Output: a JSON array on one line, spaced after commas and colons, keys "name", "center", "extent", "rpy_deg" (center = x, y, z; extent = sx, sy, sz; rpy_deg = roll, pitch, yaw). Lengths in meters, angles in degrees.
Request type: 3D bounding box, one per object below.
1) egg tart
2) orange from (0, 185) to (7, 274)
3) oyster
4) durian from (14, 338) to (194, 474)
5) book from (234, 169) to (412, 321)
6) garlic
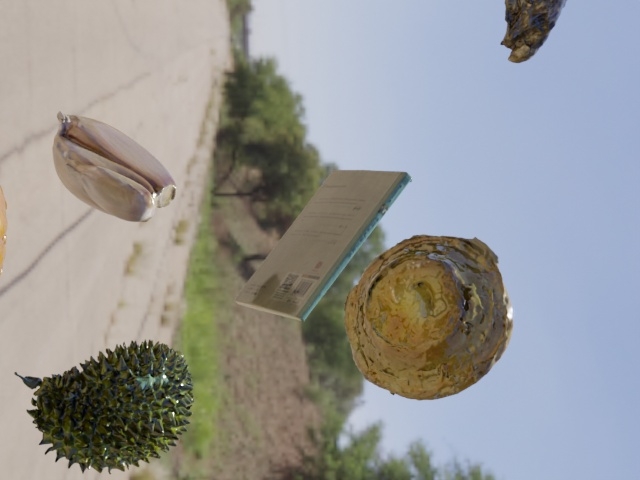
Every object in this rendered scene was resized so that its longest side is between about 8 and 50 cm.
[{"name": "egg tart", "center": [0.186, 0.131, 1.951], "extent": [0.129, 0.341, 0.341], "rpy_deg": [39, 43, -56]}, {"name": "orange", "center": [-0.535, -0.008, 1.205], "extent": [0.340, 0.293, 0.341], "rpy_deg": [-13, -109, 40]}, {"name": "oyster", "center": [0.229, -0.253, 1.082], "extent": [0.051, 0.103, 0.148], "rpy_deg": [41, -46, 32]}, {"name": "durian", "center": [-0.216, 0.180, 1.168], "extent": [0.095, 0.220, 0.137], "rpy_deg": [-42, -116, 45]}, {"name": "book", "center": [0.000, 0.000, 1.612], "extent": [0.025, 0.283, 0.215], "rpy_deg": [47, -18, -25]}, {"name": "garlic", "center": [-0.353, -0.113, 1.746], "extent": [0.110, 0.228, 0.217], "rpy_deg": [-51, 178, 20]}]
